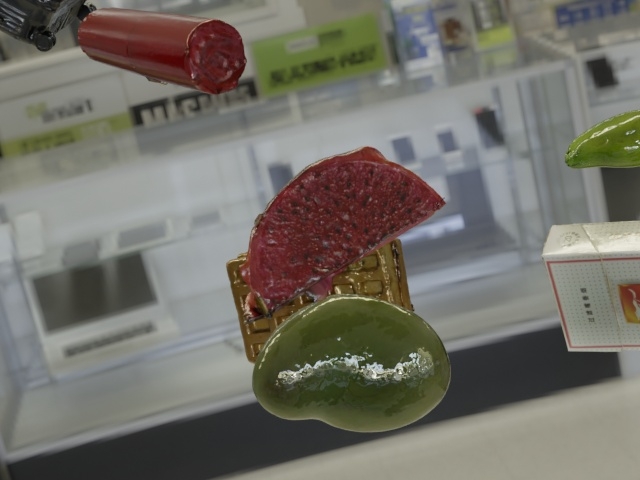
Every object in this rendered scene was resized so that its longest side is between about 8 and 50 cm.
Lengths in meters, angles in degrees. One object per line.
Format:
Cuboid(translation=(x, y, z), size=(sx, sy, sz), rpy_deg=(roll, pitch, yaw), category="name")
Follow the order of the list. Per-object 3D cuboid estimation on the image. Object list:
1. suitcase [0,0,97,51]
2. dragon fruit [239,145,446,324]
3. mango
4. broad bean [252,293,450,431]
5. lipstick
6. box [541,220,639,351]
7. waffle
Cuboid(translation=(-0.466, -0.422, 1.908), size=(0.335, 0.152, 0.229), rpy_deg=(29, 22, -4), category="suitcase")
Cuboid(translation=(-0.007, -0.007, 1.585), size=(0.274, 0.126, 0.161), rpy_deg=(-32, -8, -16), category="dragon fruit")
Cuboid(translation=(0.441, -0.147, 2.030), size=(0.165, 0.074, 0.091), rpy_deg=(-14, 32, 16), category="mango")
Cuboid(translation=(0.042, 0.164, 1.830), size=(0.263, 0.189, 0.121), rpy_deg=(1, 10, 3), category="broad bean")
Cuboid(translation=(-0.163, -0.195, 1.368), size=(0.073, 0.073, 0.280), rpy_deg=(-21, 21, -24), category="lipstick")
Cuboid(translation=(0.541, 0.073, 2.186), size=(0.330, 0.210, 0.095), rpy_deg=(-2, 37, 26), category="box")
Cuboid(translation=(0.004, 0.110, 2.461), size=(0.328, 0.224, 0.098), rpy_deg=(-6, 12, 27), category="waffle")
